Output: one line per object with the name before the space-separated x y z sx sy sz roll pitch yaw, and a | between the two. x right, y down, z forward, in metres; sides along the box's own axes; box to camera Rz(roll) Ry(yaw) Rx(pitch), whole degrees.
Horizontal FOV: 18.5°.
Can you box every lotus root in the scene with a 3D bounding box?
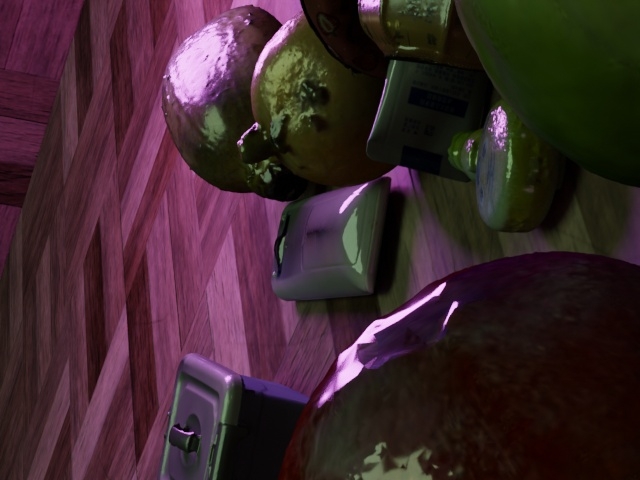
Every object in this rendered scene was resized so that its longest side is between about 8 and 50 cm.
lotus root | -0.080 -0.147 2.135 0.309 0.173 0.173 -115 38 -57

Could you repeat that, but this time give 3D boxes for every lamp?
lamp | 0.115 -0.225 1.535 0.161 0.161 0.185 -150 69 -72

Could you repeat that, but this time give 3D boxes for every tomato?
tomato | 0.099 0.132 1.138 0.335 0.176 0.289 -39 23 14

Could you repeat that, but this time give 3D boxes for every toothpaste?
toothpaste | 0.108 -0.187 1.640 0.061 0.096 0.266 -176 99 -75

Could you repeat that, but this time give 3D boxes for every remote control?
remote control | 0.000 0.000 1.938 0.313 0.055 0.109 169 110 -72

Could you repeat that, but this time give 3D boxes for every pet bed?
pet bed | 0.060 -0.232 1.668 0.053 0.201 0.201 10 90 50

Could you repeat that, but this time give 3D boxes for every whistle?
whistle | 0.144 -0.061 1.530 0.198 0.057 0.104 -147 62 -80

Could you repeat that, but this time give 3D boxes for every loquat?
loquat | 0.013 -0.128 1.769 0.149 0.204 0.172 46 162 38

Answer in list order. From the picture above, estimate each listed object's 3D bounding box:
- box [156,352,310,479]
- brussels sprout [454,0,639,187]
box | -0.089 0.208 1.982 0.227 0.130 0.162 -169 89 -72
brussels sprout | 0.199 -0.183 0.956 0.268 0.344 0.344 35 123 24
